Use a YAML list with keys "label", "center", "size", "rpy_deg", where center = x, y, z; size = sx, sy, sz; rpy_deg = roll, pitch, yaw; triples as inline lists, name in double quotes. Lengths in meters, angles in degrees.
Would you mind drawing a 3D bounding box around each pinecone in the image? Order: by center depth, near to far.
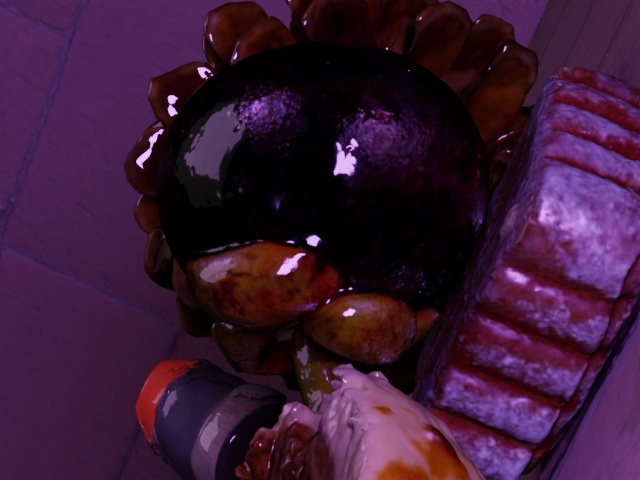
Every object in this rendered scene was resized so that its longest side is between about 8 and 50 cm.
- label: "pinecone"
  center: [0.047, -0.053, 1.623]
  size: [0.398, 0.398, 0.398]
  rpy_deg: [23, -90, -90]

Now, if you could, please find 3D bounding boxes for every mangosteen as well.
- label: "mangosteen"
  center: [0.000, 0.000, 1.136]
  size: [0.211, 0.211, 0.250]
  rpy_deg: [113, 161, -73]

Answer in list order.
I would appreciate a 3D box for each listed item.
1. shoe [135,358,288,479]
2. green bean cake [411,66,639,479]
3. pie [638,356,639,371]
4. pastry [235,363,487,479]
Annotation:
- label: "shoe"
  center: [-0.090, 0.183, 1.694]
  size: [0.132, 0.171, 0.336]
  rpy_deg: [-58, -21, -7]
- label: "green bean cake"
  center: [0.140, 0.029, 1.161]
  size: [0.198, 0.097, 0.233]
  rpy_deg: [-69, 2, -62]
- label: "pie"
  center: [0.178, 0.034, 0.894]
  size: [0.084, 0.021, 0.084]
  rpy_deg: [-160, 90, -88]
- label: "pastry"
  center: [0.029, 0.214, 1.005]
  size: [0.256, 0.170, 0.237]
  rpy_deg: [-67, 23, 6]
